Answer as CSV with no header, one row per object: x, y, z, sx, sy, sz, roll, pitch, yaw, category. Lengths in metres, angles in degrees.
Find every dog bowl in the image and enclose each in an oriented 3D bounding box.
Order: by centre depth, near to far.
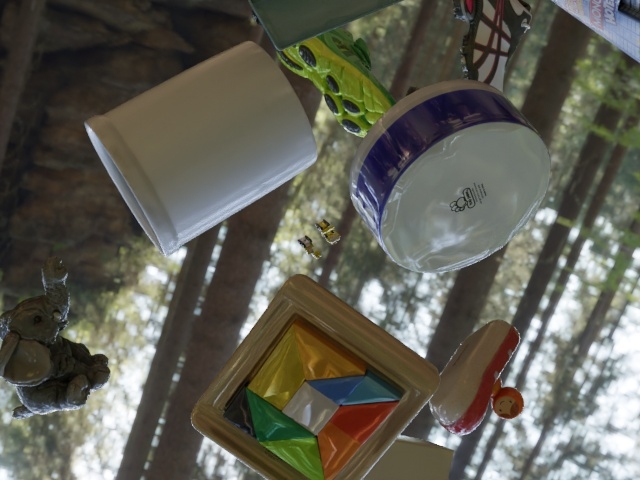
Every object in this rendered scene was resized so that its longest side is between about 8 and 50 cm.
0.180,-0.084,1.272,0.265,0.265,0.104,9,-146,-33,dog bowl

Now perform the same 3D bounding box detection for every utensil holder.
-0.245,-0.197,1.940,0.385,0.327,0.327,-31,-145,-13,utensil holder

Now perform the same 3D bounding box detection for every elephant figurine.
-0.477,0.169,1.547,0.169,0.239,0.186,1,-139,43,elephant figurine

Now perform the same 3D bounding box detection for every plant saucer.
0.015,-0.258,0.979,0.192,0.018,0.067,-28,-95,-27,plant saucer

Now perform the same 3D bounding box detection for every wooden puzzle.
-0.010,0.192,1.105,0.221,0.238,0.044,35,-166,-2,wooden puzzle

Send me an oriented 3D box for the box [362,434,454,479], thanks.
0.135,0.446,1.888,0.275,0.094,0.113,18,173,-32,box

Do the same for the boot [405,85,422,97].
0.221,-0.171,1.571,0.161,0.083,0.246,2,-136,2,boot

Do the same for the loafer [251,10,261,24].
-0.051,-0.490,1.856,0.076,0.078,0.223,36,-120,20,loafer

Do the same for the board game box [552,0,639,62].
0.410,-0.356,1.300,0.194,0.060,0.194,38,170,30,board game box

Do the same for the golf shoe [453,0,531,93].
0.266,-0.304,1.392,0.120,0.273,0.105,-8,-151,9,golf shoe

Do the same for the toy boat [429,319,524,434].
0.304,0.265,1.660,0.151,0.151,0.231,42,-129,1,toy boat

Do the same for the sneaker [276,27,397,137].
0.045,-0.277,1.474,0.123,0.109,0.295,-22,-124,-28,sneaker

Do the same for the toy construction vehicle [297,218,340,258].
0.000,0.000,2.026,0.086,0.035,0.098,-31,-149,-15,toy construction vehicle
